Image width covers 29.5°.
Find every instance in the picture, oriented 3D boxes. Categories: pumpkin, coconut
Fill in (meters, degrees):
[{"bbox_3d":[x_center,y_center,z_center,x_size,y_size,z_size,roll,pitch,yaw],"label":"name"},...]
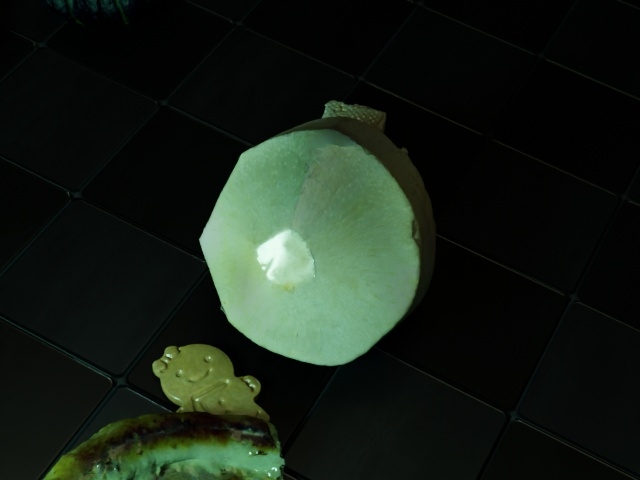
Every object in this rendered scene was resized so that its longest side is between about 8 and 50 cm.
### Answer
[{"bbox_3d":[-0.379,-0.503,2.105,0.248,0.248,0.248,4,50,-5],"label":"pumpkin"},{"bbox_3d":[0.000,0.000,1.712,0.353,0.352,0.352,4,50,-5],"label":"coconut"}]

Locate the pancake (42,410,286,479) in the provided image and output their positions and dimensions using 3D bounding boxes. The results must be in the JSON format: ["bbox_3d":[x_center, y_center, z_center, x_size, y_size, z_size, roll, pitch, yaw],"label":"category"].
[{"bbox_3d":[-0.207,0.356,1.495,0.427,0.067,0.304,-8,58,-28],"label":"pancake"}]

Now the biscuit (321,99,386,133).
[{"bbox_3d":[0.034,-0.130,1.978,0.108,0.061,0.238,13,49,5],"label":"biscuit"}]

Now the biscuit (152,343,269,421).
[{"bbox_3d":[-0.149,0.213,1.689,0.134,0.027,0.184,-15,54,-18],"label":"biscuit"}]
